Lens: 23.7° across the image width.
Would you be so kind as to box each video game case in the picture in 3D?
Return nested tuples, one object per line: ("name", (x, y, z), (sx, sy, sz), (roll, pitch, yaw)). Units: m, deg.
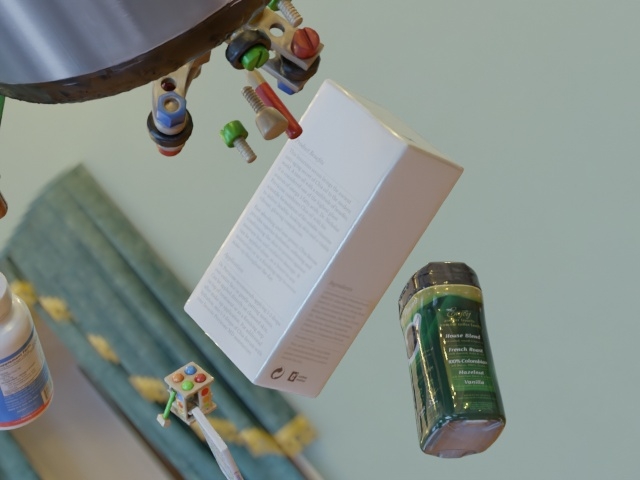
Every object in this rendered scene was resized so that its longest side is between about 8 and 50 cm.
("video game case", (-0.121, 0.273, 1.905), (0.011, 0.087, 0.122), (-32, -48, -12))

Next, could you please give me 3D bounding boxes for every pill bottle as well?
("pill bottle", (-0.449, 0.146, 2.089), (0.124, 0.124, 0.221), (-36, -42, -28))

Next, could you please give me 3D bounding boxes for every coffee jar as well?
("coffee jar", (0.129, 0.116, 1.515), (0.079, 0.184, 0.096), (1, -31, -15))

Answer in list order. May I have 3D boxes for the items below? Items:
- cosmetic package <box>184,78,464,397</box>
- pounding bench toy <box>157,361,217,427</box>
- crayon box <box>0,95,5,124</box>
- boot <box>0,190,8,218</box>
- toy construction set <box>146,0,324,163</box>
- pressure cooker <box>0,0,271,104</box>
("cosmetic package", (0.000, 0.000, 2.446), (0.161, 0.230, 0.453), (19, -72, -47))
("pounding bench toy", (-0.197, 0.222, 2.164), (0.083, 0.052, 0.065), (-30, -44, -31))
("crayon box", (-0.507, -0.291, 2.015), (0.081, 0.202, 0.318), (29, 110, 62))
("boot", (-0.366, -0.197, 1.492), (0.096, 0.264, 0.280), (-22, -45, -2))
("toy construction set", (-0.146, -0.253, 1.992), (0.257, 0.237, 0.309), (-37, -19, 4))
("pressure cooker", (-0.221, -0.351, 1.098), (0.375, 0.370, 0.420), (-46, -45, -15))
